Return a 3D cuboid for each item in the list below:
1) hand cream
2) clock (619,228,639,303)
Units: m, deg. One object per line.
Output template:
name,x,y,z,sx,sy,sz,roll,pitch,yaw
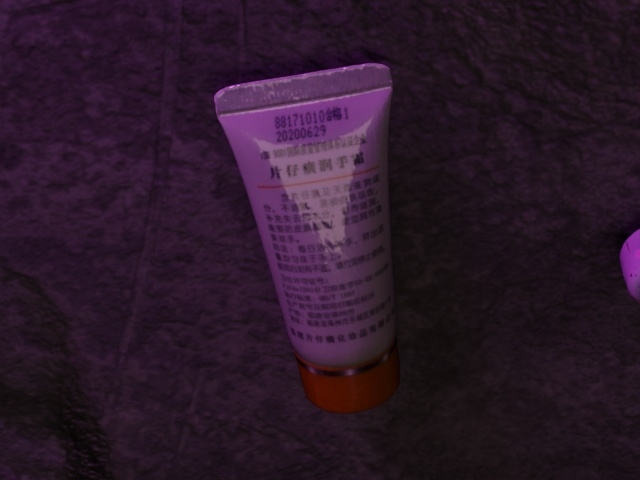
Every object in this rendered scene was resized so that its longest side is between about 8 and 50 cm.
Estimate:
hand cream,0.000,0.000,1.627,0.140,0.089,0.314,-7,127,-1
clock,0.393,-0.005,1.662,0.227,0.090,0.248,31,123,-27
